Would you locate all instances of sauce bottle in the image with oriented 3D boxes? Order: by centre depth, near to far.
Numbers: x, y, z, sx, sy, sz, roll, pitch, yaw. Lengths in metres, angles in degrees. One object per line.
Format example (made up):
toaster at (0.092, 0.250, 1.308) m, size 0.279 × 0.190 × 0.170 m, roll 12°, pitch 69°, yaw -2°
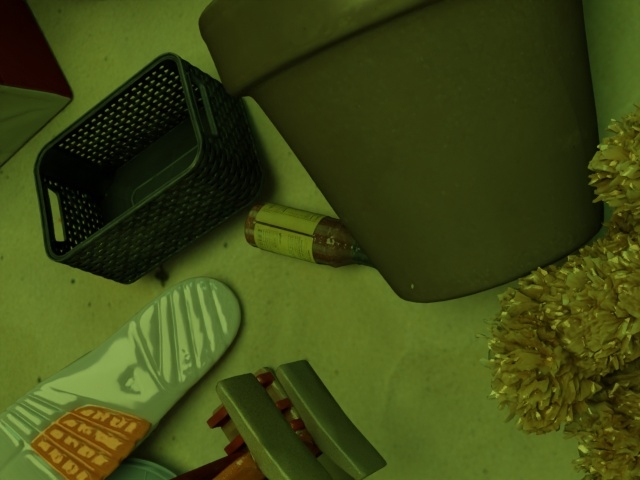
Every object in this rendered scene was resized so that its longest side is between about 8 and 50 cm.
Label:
sauce bottle at (0.000, 0.000, 0.754) m, size 0.128 × 0.042 × 0.042 m, roll 16°, pitch 95°, yaw 28°

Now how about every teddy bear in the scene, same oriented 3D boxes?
teddy bear at (0.241, 0.007, 0.525) m, size 0.338 × 0.113 × 0.245 m, roll -32°, pitch 108°, yaw -2°

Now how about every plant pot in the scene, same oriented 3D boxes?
plant pot at (0.083, -0.091, 0.623) m, size 0.263 × 0.263 × 0.229 m, roll -20°, pitch 97°, yaw 25°

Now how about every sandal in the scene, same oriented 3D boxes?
sandal at (-0.173, 0.135, 0.829) m, size 0.265 × 0.076 × 0.102 m, roll -38°, pitch 85°, yaw 0°

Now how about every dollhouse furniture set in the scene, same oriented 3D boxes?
dollhouse furniture set at (-0.087, 0.180, 0.669) m, size 0.262 × 0.259 × 0.135 m, roll -43°, pitch 73°, yaw 19°

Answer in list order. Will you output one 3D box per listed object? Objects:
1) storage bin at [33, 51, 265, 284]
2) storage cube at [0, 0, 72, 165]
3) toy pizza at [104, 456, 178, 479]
storage bin at (-0.149, -0.057, 0.795) m, size 0.180 × 0.084 × 0.122 m, roll -32°, pitch 58°, yaw 24°
storage cube at (-0.394, -0.169, 0.889) m, size 0.215 × 0.183 × 0.193 m, roll -37°, pitch 73°, yaw 21°
toy pizza at (-0.162, 0.294, 0.832) m, size 0.201 × 0.032 × 0.201 m, roll -1°, pitch 87°, yaw 26°
